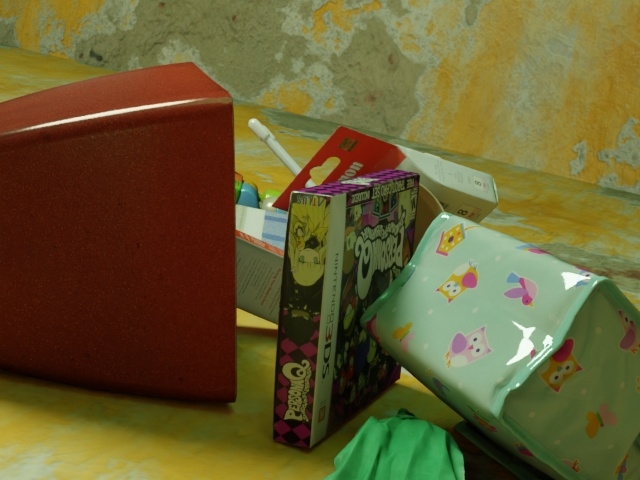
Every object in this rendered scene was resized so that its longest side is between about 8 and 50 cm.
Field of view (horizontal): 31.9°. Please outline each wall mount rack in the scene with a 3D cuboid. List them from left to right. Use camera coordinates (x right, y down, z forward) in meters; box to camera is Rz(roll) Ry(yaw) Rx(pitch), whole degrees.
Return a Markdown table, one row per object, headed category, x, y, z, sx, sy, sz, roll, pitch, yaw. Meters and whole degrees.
| category | x | y | z | sx | sy | sz | roll | pitch | yaw |
| --- | --- | --- | --- | --- | --- | --- | --- | --- | --- |
| wall mount rack | 0.036 | -0.103 | 1.767 | 0.304 | 0.130 | 0.350 | 8 | 2 | 0 |

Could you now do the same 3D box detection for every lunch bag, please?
| category | x | y | z | sx | sy | sz | roll | pitch | yaw |
| --- | --- | --- | --- | --- | --- | --- | --- | --- | --- |
| lunch bag | 0.194 | 0.121 | 0.931 | 0.262 | 0.160 | 0.223 | 42 | -6 | -31 |

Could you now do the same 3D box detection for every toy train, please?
| category | x | y | z | sx | sy | sz | roll | pitch | yaw |
| --- | --- | --- | --- | --- | --- | --- | --- | --- | --- |
| toy train | -0.119 | -0.074 | 1.690 | 0.143 | 0.105 | 0.248 | 20 | 12 | -6 |

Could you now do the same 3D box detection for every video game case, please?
| category | x | y | z | sx | sy | sz | roll | pitch | yaw |
| --- | --- | --- | --- | --- | --- | --- | --- | --- | --- |
| video game case | 0.027 | 0.049 | 0.994 | 0.042 | 0.210 | 0.232 | 9 | 10 | 21 |

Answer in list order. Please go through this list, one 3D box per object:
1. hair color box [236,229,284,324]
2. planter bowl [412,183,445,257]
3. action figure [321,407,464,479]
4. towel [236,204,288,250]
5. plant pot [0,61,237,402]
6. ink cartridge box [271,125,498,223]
| category | x | y | z | sx | sy | sz | roll | pitch | yaw |
| --- | --- | --- | --- | --- | --- | --- | --- | --- | --- |
| hair color box | -0.047 | 0.047 | 1.181 | 0.141 | 0.072 | 0.043 | 25 | 7 | -15 |
| planter bowl | 0.067 | 0.008 | 1.388 | 0.162 | 0.162 | 0.109 | 4 | -12 | -29 |
| action figure | 0.057 | 0.176 | 0.796 | 0.137 | 0.063 | 0.232 | 10 | 16 | 5 |
| towel | -0.156 | -0.001 | 1.380 | 0.285 | 0.034 | 0.209 | 10 | 25 | -5 |
| plant pot | -0.213 | -0.013 | 1.013 | 0.236 | 0.267 | 0.267 | -4 | 16 | -14 |
| ink cartridge box | 0.082 | -0.043 | 1.452 | 0.232 | 0.189 | 0.066 | 13 | 51 | -28 |
